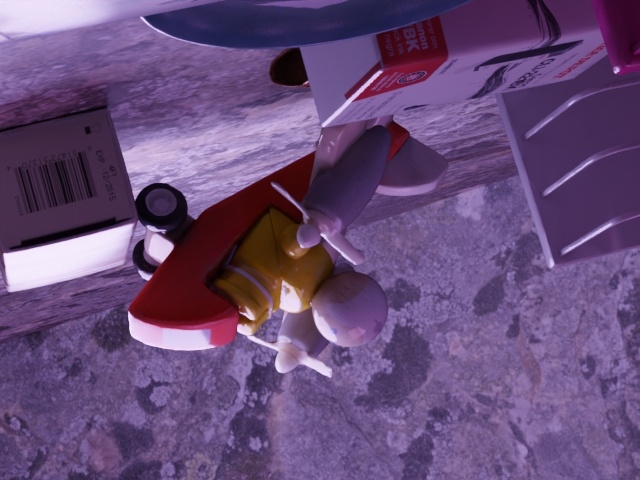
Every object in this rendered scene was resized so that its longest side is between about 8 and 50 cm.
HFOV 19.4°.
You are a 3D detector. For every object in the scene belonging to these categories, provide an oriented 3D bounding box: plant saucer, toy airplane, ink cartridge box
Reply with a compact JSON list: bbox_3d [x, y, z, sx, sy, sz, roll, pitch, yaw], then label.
[{"bbox_3d":[0.012,-0.222,1.410,0.317,0.043,0.317,-11,166,-3],"label":"plant saucer"},{"bbox_3d":[0.000,0.000,2.160,0.384,0.272,0.386,-46,157,20],"label":"toy airplane"},{"bbox_3d":[0.137,-0.201,1.696,0.273,0.114,0.197,-13,172,-18],"label":"ink cartridge box"}]

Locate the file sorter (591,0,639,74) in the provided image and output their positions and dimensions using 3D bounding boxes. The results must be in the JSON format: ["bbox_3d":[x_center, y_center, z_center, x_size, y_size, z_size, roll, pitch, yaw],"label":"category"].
[{"bbox_3d":[0.337,-0.262,1.298,0.291,0.202,0.182,-13,170,-19],"label":"file sorter"}]

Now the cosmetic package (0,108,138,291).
[{"bbox_3d":[-0.290,-0.037,2.039,0.153,0.129,0.296,-15,174,-9],"label":"cosmetic package"}]

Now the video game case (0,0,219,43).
[{"bbox_3d":[-0.094,-0.187,1.177,0.300,0.036,0.329,-11,178,2],"label":"video game case"}]

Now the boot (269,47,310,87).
[{"bbox_3d":[0.057,-0.186,1.850,0.152,0.073,0.197,-4,165,-40],"label":"boot"}]

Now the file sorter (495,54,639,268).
[{"bbox_3d":[0.309,-0.142,1.910,0.193,0.277,0.173,-13,169,-19],"label":"file sorter"}]
